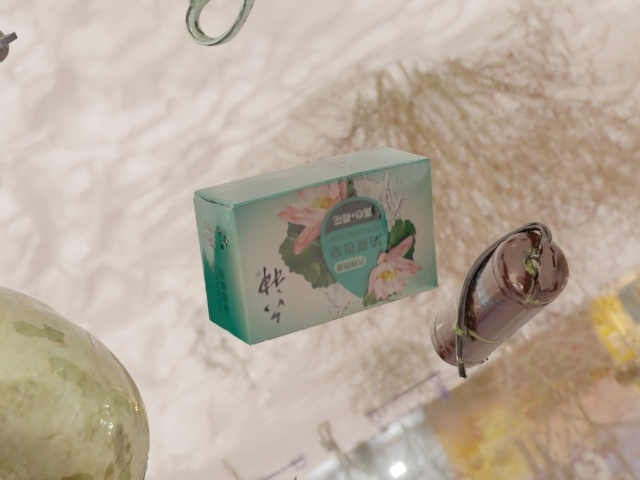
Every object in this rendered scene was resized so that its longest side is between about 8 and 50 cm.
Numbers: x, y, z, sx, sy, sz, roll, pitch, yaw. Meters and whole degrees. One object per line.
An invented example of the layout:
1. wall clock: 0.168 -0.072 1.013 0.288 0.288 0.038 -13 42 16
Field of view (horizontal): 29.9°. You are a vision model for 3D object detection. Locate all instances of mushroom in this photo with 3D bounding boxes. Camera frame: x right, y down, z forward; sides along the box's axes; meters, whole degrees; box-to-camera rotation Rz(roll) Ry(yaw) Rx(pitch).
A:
1. mushroom: -0.347 0.197 1.315 0.260 0.352 0.352 -61 180 -20

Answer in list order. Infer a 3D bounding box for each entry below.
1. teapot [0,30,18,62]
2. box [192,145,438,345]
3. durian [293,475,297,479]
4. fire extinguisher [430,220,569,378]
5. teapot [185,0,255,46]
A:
1. teapot: -0.521 -0.304 1.886 0.088 0.066 0.057 -16 -157 20
2. box: 0.000 0.000 1.270 0.245 0.153 0.092 -17 -159 -28
3. durian: -0.096 0.508 2.014 0.237 0.193 0.137 -55 -163 38
4. fire extinguisher: 0.231 0.081 1.539 0.105 0.141 0.341 13 155 -8
5. teapot: -0.142 -0.332 1.334 0.159 0.232 0.159 -21 -176 1
